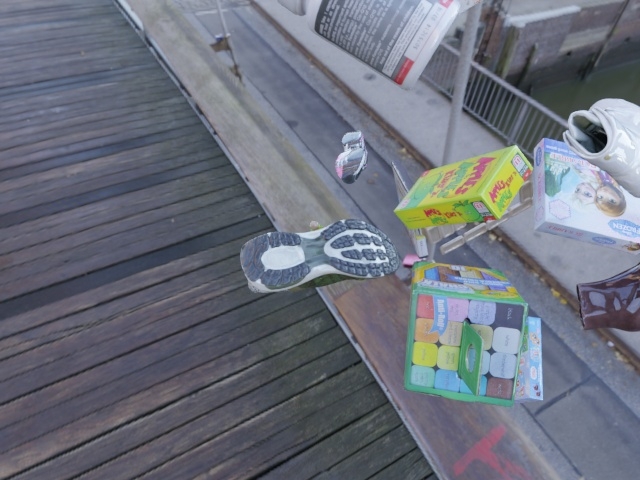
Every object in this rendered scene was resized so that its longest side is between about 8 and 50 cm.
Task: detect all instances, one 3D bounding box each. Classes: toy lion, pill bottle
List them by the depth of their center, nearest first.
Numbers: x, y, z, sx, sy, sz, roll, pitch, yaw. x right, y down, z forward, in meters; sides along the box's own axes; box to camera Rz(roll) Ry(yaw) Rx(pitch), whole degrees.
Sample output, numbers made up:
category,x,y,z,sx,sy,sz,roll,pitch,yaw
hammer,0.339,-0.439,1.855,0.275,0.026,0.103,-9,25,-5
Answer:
category,x,y,z,sx,sy,sz,roll,pitch,yaw
pill bottle,0.078,-0.401,0.762,0.283,0.161,0.161,32,51,0
toy lion,0.000,0.000,1.198,0.100,0.034,0.096,11,89,-1

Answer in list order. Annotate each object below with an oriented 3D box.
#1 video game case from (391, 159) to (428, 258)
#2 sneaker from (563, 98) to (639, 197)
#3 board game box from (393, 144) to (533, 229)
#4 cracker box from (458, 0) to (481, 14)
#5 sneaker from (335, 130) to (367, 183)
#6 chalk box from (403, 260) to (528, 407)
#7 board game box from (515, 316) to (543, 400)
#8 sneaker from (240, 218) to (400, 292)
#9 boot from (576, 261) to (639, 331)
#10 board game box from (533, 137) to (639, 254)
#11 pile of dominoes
category,x,y,z,sx,sy,sz,roll,pitch,yaw
video game case,0.300,-0.112,1.510,0.035,0.249,0.275,-15,30,5
sneaker,0.557,-0.227,0.872,0.169,0.108,0.293,28,42,-15
board game box,0.192,-0.068,0.626,0.043,0.181,0.092,46,70,-16
cracker box,0.342,-0.612,1.114,0.232,0.067,0.156,-22,25,32
sneaker,0.089,-0.193,1.085,0.071,0.077,0.178,-8,43,25
chalk box,0.239,0.158,0.772,0.178,0.181,0.289,6,10,13
board game box,0.561,0.335,1.232,0.039,0.160,0.212,8,67,3
sneaker,-0.003,0.056,1.097,0.409,0.182,0.158,-3,67,-20
boot,0.761,0.106,1.113,0.206,0.090,0.249,-3,87,19
board game box,0.827,-0.143,1.370,0.318,0.066,0.318,13,64,0
pile of dominoes,0.331,-0.083,0.949,0.251,0.196,0.040,-30,49,3
